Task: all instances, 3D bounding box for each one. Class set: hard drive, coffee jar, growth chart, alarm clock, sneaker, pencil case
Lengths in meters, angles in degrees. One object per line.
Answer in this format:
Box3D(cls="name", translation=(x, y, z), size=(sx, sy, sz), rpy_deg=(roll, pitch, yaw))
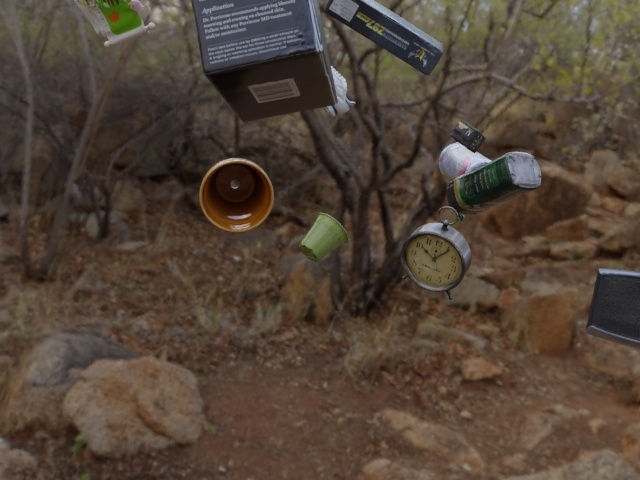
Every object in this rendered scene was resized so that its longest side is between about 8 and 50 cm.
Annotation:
Box3D(cls="hard drive", translation=(0.732, 0.158, 1.775), size=(0.255, 0.171, 0.054), rpy_deg=(11, -2, 23))
Box3D(cls="coffee jar", translation=(0.339, -0.111, 1.589), size=(0.096, 0.079, 0.184), rpy_deg=(0, -16, -35))
Box3D(cls="growth chart", translation=(-0.486, -0.540, 1.773), size=(0.172, 0.021, 0.237), rpy_deg=(-21, -61, 33))
Box3D(cls="alarm clock", translation=(0.228, 0.015, 1.530), size=(0.129, 0.192, 0.064), rpy_deg=(24, 39, 18))
Box3D(cls="sneaker", translation=(0.026, -0.517, 2.569), size=(0.235, 0.095, 0.090), rpy_deg=(64, -2, -17))
Box3D(cls="pencil case", translation=(0.436, -0.201, 2.343), size=(0.114, 0.124, 0.273), rpy_deg=(-1, 21, -9))

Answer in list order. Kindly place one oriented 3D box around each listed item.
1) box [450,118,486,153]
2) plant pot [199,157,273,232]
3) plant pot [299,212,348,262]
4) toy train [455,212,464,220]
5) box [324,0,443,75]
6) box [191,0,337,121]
Box3D(cls="box", translation=(0.382, -0.269, 2.074), size=(0.062, 0.052, 0.083), rpy_deg=(40, 11, 23))
Box3D(cls="plant pot", translation=(-0.242, -0.146, 2.300), size=(0.205, 0.205, 0.188), rpy_deg=(21, 13, -13))
Box3D(cls="plant pot", translation=(0.000, 0.000, 1.625), size=(0.083, 0.079, 0.083), rpy_deg=(37, -23, 19))
Box3D(cls="toy train", translation=(0.320, -0.086, 1.900), size=(0.023, 0.017, 0.083), rpy_deg=(-84, 149, -84))
Box3D(cls="box", translation=(0.127, -0.410, 1.548), size=(0.233, 0.059, 0.183), rpy_deg=(32, 20, -4))
Box3D(cls="box", translation=(-0.152, -0.610, 2.084), size=(0.298, 0.471, 0.480), rpy_deg=(-10, -7, 5))
